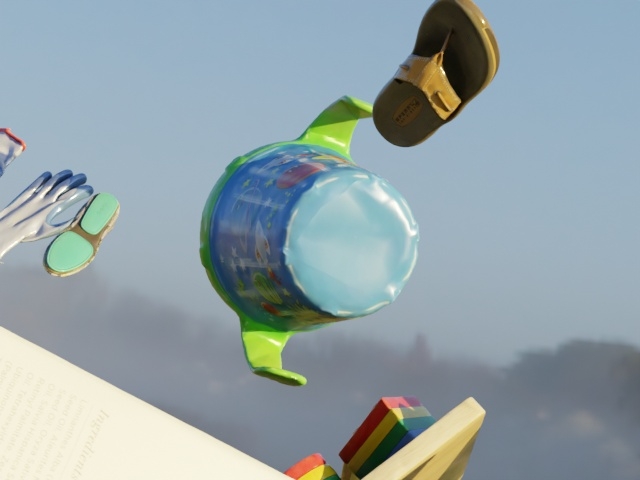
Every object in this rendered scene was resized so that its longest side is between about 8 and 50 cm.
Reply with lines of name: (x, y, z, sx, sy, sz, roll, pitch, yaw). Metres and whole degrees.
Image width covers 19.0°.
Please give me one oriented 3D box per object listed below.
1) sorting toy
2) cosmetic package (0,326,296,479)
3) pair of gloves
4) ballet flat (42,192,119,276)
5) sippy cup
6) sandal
sorting toy: (0.040, 0.265, 2.066, 0.257, 0.089, 0.255, -35, -17, -16)
cosmetic package: (-0.202, 0.208, 1.464, 0.453, 0.161, 0.230, 29, -24, -16)
pair of gloves: (-0.347, -0.049, 2.076, 0.198, 0.159, 0.023, 29, -35, 28)
ballet flat: (-0.223, 0.002, 1.768, 0.041, 0.114, 0.041, 17, -45, 18)
sippy cup: (0.000, 0.000, 2.208, 0.240, 0.305, 0.224, -18, 9, -17)
sandal: (0.098, -0.149, 1.801, 0.090, 0.060, 0.219, 46, -37, 2)
